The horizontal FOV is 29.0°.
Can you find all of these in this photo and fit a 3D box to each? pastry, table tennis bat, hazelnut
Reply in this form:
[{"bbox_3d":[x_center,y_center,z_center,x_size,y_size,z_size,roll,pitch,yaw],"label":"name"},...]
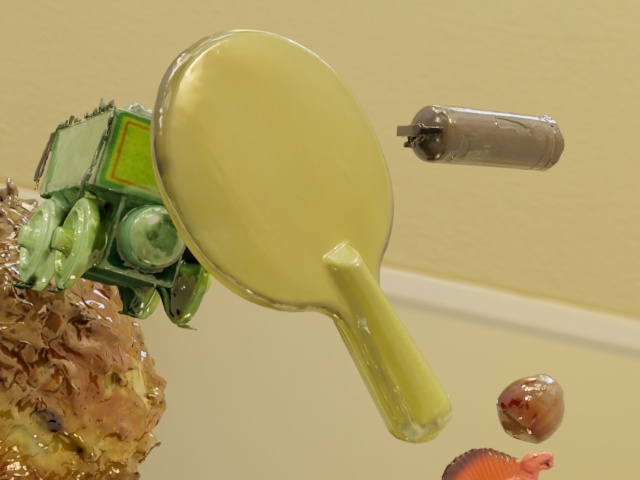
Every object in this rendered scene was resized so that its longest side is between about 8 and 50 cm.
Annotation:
[{"bbox_3d":[-0.364,0.115,1.422,0.405,0.292,0.337,61,0,30],"label":"pastry"},{"bbox_3d":[0.000,0.000,0.988,0.054,0.368,0.224,-22,-168,49],"label":"table tennis bat"},{"bbox_3d":[0.238,0.187,1.389,0.086,0.086,0.086,12,90,-84],"label":"hazelnut"}]

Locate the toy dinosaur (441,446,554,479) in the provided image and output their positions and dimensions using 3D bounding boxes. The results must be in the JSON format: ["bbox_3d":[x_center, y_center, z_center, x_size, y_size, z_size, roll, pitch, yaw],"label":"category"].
[{"bbox_3d":[0.203,0.378,1.704,0.286,0.139,0.070,-44,-168,2],"label":"toy dinosaur"}]

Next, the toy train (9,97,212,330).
[{"bbox_3d":[-0.187,-0.025,1.180,0.272,0.159,0.188,-4,-110,64],"label":"toy train"}]

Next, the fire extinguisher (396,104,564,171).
[{"bbox_3d":[0.190,-0.125,1.496,0.268,0.089,0.072,1,94,-39],"label":"fire extinguisher"}]
